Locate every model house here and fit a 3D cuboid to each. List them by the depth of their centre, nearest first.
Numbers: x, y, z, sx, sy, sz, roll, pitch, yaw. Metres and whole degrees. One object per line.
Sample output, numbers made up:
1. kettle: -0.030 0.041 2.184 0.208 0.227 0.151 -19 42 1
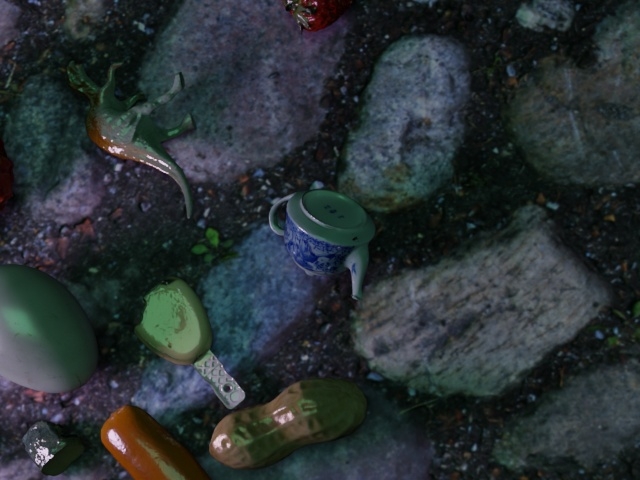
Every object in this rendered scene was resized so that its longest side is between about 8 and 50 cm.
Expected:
1. model house: -0.461 0.348 1.701 0.079 0.066 0.083 -47 59 3

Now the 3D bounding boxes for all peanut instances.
1. peanut: -0.054 0.303 1.642 0.274 0.125 0.111 -23 56 -4

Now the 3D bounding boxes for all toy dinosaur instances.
1. toy dinosaur: -0.314 -0.197 1.811 0.205 0.092 0.393 -26 76 -3

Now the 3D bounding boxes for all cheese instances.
1. cheese: -0.223 0.188 1.724 0.127 0.050 0.255 -38 76 -6

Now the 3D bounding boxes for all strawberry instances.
1. strawberry: -0.002 -0.457 1.855 0.131 0.148 0.131 10 108 35

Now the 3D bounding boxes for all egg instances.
1. egg: -0.492 0.152 1.685 0.264 0.183 0.183 39 81 5

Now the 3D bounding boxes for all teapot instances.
1. teapot: 0.000 0.000 1.722 0.232 0.159 0.159 38 81 25

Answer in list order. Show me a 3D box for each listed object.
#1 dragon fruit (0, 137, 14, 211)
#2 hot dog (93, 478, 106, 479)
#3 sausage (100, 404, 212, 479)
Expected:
1. dragon fruit: -0.668 -0.141 1.769 0.268 0.210 0.205 41 109 9
2. hot dog: -0.377 0.473 1.673 0.044 0.028 0.137 -6 76 10
3. sausage: -0.266 0.375 1.659 0.238 0.098 0.098 42 82 15
